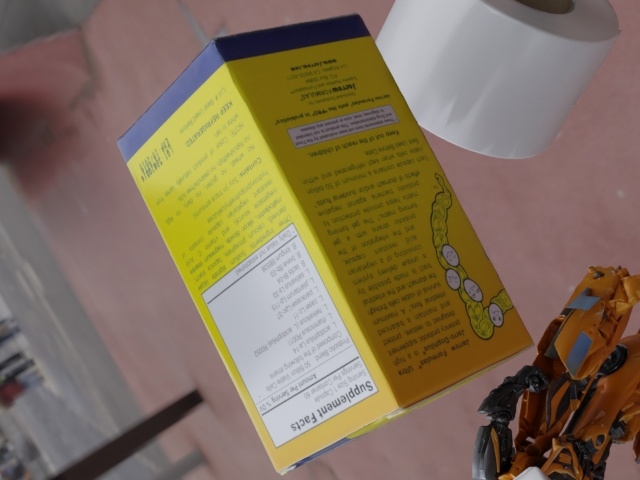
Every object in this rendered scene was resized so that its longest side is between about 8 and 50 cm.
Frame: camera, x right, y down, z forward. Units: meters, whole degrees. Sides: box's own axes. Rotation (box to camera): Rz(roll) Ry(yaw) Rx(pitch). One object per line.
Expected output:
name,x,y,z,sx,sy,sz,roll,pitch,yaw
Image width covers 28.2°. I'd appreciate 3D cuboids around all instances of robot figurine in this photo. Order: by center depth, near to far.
robot figurine,0.264,0.177,1.284,0.085,0.291,0.211,-2,136,50

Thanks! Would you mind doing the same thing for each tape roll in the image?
tape roll,0.199,-0.234,1.479,0.246,0.246,0.169,50,130,28

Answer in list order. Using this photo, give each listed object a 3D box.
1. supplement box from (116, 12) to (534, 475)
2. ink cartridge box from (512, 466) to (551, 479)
supplement box,0.000,0.000,1.179,0.194,0.195,0.357,-36,77,46
ink cartridge box,0.221,0.313,0.996,0.237,0.100,0.172,44,-168,-37
